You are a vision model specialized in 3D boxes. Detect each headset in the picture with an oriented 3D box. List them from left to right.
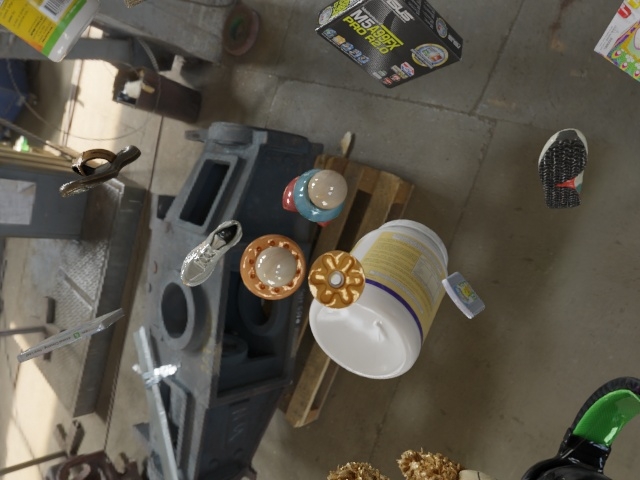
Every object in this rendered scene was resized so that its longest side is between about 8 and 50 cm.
[{"bbox_3d":[0.266,0.329,0.476,0.185,0.243,0.393,18,96,12],"label":"headset"}]

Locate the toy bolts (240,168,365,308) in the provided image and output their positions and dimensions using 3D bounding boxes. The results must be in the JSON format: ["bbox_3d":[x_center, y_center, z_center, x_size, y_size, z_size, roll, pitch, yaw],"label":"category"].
[{"bbox_3d":[0.000,0.000,0.714,0.158,0.219,0.228,161,127,-77],"label":"toy bolts"}]

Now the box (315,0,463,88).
[{"bbox_3d":[0.158,-0.467,1.018,0.216,0.270,0.060,-4,71,48],"label":"box"}]

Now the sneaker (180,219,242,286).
[{"bbox_3d":[-0.347,0.030,1.416,0.262,0.099,0.121,-54,6,-18],"label":"sneaker"}]

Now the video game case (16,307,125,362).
[{"bbox_3d":[-0.608,0.231,1.115,0.212,0.194,0.023,179,69,-79],"label":"video game case"}]

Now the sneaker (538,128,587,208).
[{"bbox_3d":[0.333,-0.111,0.618,0.057,0.161,0.075,-3,61,28],"label":"sneaker"}]

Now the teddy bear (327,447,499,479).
[{"bbox_3d":[0.104,0.291,0.390,0.245,0.338,0.113,34,104,44],"label":"teddy bear"}]

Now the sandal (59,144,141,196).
[{"bbox_3d":[-0.388,-0.135,0.783,0.090,0.219,0.060,-19,116,18],"label":"sandal"}]

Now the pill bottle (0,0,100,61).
[{"bbox_3d":[-0.511,-0.430,0.732,0.136,0.246,0.136,-32,38,29],"label":"pill bottle"}]

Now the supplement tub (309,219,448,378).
[{"bbox_3d":[0.149,0.117,1.016,0.241,0.331,0.240,16,127,22],"label":"supplement tub"}]

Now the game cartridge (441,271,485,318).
[{"bbox_3d":[0.260,0.099,0.815,0.083,0.056,0.017,55,138,16],"label":"game cartridge"}]

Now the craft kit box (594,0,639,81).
[{"bbox_3d":[0.617,-0.356,0.720,0.246,0.061,0.249,52,160,26],"label":"craft kit box"}]

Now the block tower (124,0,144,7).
[{"bbox_3d":[-0.240,-0.415,0.577,0.090,0.097,0.335,61,167,-17],"label":"block tower"}]
